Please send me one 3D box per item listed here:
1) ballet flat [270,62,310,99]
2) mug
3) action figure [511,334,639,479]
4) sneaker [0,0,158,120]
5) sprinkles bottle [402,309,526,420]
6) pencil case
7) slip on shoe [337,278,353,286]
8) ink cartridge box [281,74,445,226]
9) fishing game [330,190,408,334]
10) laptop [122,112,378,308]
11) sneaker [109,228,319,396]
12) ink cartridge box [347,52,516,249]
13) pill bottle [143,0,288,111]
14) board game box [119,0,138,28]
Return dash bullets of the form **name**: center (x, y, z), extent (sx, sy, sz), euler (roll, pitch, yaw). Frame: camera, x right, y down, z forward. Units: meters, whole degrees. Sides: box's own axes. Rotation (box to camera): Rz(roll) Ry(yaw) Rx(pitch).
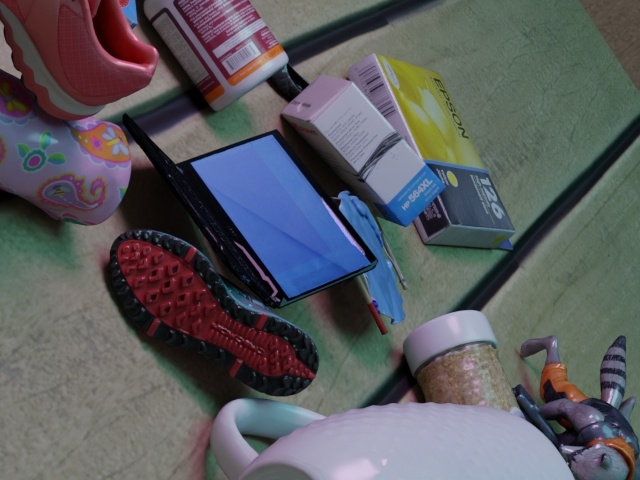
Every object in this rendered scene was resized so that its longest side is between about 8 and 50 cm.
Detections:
- **ballet flat**: center (-0.023, -0.218, 2.324), extent (0.173, 0.049, 0.057), euler (43, 29, -27)
- **mug**: center (0.037, 0.279, 1.695), extent (0.328, 0.276, 0.374), euler (8, 24, -48)
- **action figure**: center (0.366, 0.242, 2.352), extent (0.341, 0.178, 0.330), euler (49, 18, -20)
- **sneaker**: center (-0.259, -0.255, 1.536), extent (0.314, 0.136, 0.116), euler (54, 45, -31)
- **sprinkles bottle**: center (0.219, 0.270, 2.124), extent (0.121, 0.121, 0.355), euler (15, 49, -54)
- **pencil case**: center (-0.320, -0.105, 1.635), extent (0.284, 0.124, 0.124), euler (24, 42, -47)
- **slip on shoe**: center (0.000, 0.000, 2.130), extent (0.135, 0.051, 0.041), euler (62, 26, -9)
- **ink cartridge box**: center (0.056, -0.124, 2.247), extent (0.203, 0.086, 0.148), euler (48, -7, -19)
- **fishing game**: center (0.057, 0.024, 2.119), extent (0.189, 0.041, 0.264), euler (64, 14, -10)
- **laptop**: center (-0.076, -0.053, 1.897), extent (0.234, 0.136, 0.264), euler (52, 1, 23)
- **sneaker**: center (-0.127, 0.082, 1.804), extent (0.262, 0.104, 0.125), euler (38, -4, -12)
- **ink cartridge box**: center (0.196, -0.134, 2.584), extent (0.307, 0.072, 0.304), euler (2, 59, -57)
- **pill bottle**: center (-0.149, -0.286, 2.105), extent (0.221, 0.121, 0.121), euler (55, 27, -5)
- **board game box**: center (-0.359, -0.406, 1.920), extent (0.308, 0.086, 0.302), euler (31, 36, -41)
